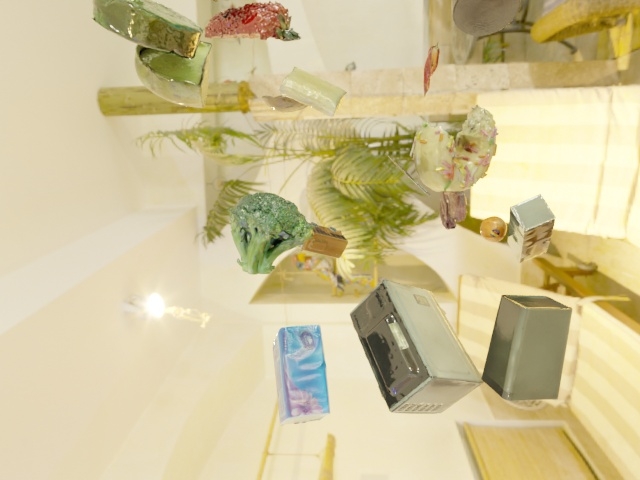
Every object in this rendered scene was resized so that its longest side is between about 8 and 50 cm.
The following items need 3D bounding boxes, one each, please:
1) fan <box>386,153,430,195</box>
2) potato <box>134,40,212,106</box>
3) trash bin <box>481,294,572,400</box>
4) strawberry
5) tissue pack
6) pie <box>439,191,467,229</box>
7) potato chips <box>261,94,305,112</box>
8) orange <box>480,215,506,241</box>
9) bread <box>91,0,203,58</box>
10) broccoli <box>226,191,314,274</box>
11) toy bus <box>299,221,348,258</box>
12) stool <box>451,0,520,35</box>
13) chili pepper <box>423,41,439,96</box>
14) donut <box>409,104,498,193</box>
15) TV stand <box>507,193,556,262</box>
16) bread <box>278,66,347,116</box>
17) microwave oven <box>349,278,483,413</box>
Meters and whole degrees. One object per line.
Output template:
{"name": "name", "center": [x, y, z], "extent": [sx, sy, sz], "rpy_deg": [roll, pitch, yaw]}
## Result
{"name": "fan", "center": [0.325, -0.232, 1.720], "extent": [0.227, 0.008, 0.152], "rpy_deg": [51, -168, 29]}
{"name": "potato", "center": [-0.597, -0.652, 1.897], "extent": [0.213, 0.279, 0.330], "rpy_deg": [113, 160, -46]}
{"name": "trash bin", "center": [0.523, 0.268, 1.199], "extent": [0.122, 0.164, 0.241], "rpy_deg": [-137, 51, -71]}
{"name": "strawberry", "center": [-0.196, -0.629, 1.353], "extent": [0.188, 0.286, 0.106], "rpy_deg": [-68, -19, -68]}
{"name": "tissue pack", "center": [-0.060, 0.410, 1.441], "extent": [0.198, 0.146, 0.264], "rpy_deg": [115, 149, -61]}
{"name": "pie", "center": [0.568, -0.152, 2.034], "extent": [0.218, 0.054, 0.205], "rpy_deg": [136, 131, -83]}
{"name": "potato chips", "center": [-0.101, -0.471, 1.615], "extent": [0.208, 0.195, 0.062], "rpy_deg": [-127, 30, -74]}
{"name": "orange", "center": [0.532, -0.035, 1.454], "extent": [0.083, 0.083, 0.084], "rpy_deg": [-1, -90, -86]}
{"name": "bread", "center": [-0.614, -0.788, 1.699], "extent": [0.382, 0.366, 0.129], "rpy_deg": [-89, 24, -65]}
{"name": "broccoli", "center": [-0.157, -0.019, 1.397], "extent": [0.294, 0.265, 0.246], "rpy_deg": [46, -119, -88]}
{"name": "toy bus", "center": [0.000, 0.000, 1.897], "extent": [0.098, 0.201, 0.114], "rpy_deg": [-62, 36, 21]}
{"name": "stool", "center": [0.457, -0.746, 1.334], "extent": [0.179, 0.179, 0.264], "rpy_deg": [81, -169, -66]}
{"name": "chili pepper", "center": [0.360, -0.561, 1.554], "extent": [0.027, 0.045, 0.178], "rpy_deg": [18, 102, 50]}
{"name": "donut", "center": [0.512, -0.325, 1.771], "extent": [0.150, 0.371, 0.307], "rpy_deg": [31, 135, 50]}
{"name": "TV stand", "center": [0.571, -0.024, 1.292], "extent": [0.269, 0.088, 0.083], "rpy_deg": [45, -156, -61]}
{"name": "bread", "center": [-0.020, -0.436, 1.385], "extent": [0.139, 0.178, 0.060], "rpy_deg": [-69, 4, -52]}
{"name": "microwave oven", "center": [0.279, 0.338, 1.481], "extent": [0.218, 0.286, 0.355], "rpy_deg": [-50, 44, 29]}
